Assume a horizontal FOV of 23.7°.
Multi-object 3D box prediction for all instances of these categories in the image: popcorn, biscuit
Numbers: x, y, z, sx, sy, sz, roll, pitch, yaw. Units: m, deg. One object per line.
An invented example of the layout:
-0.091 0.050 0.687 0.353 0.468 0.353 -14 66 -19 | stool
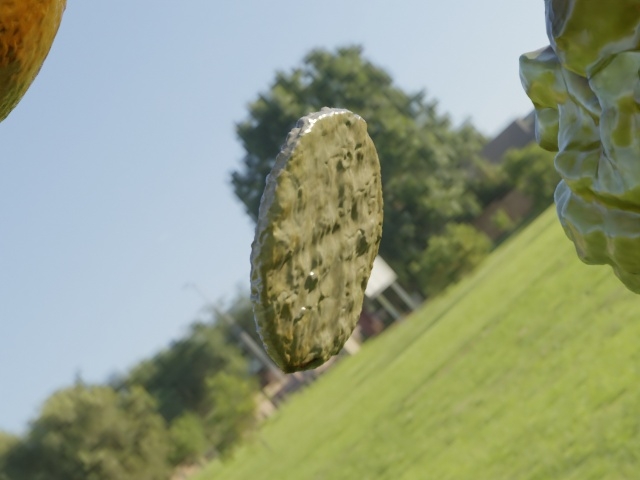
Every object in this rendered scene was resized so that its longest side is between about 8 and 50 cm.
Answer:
0.216 -0.087 0.896 0.206 0.237 0.251 -40 36 -27 | popcorn
0.000 0.000 0.664 0.120 0.015 0.120 -35 -50 -57 | biscuit

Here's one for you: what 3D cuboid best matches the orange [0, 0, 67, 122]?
-0.201 -0.119 0.639 0.206 0.206 0.206 -42 -5 -5 | orange
